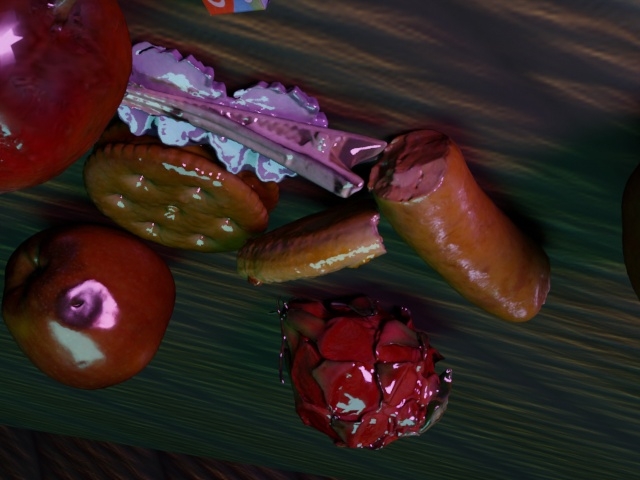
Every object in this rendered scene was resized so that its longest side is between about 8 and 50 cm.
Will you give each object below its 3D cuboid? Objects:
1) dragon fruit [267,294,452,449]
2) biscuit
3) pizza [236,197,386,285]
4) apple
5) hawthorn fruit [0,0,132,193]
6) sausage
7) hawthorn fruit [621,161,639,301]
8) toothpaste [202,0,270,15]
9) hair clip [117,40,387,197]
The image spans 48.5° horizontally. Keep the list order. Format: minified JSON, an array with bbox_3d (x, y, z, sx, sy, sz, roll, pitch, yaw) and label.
[{"bbox_3d":[0.045,0.179,1.043,0.293,0.234,0.234,37,159,22],"label":"dragon fruit"},{"bbox_3d":[-0.158,-0.057,0.805,0.220,0.066,0.220,10,153,5],"label":"biscuit"},{"bbox_3d":[0.000,0.000,0.771,0.182,0.161,0.063,-19,106,23],"label":"pizza"},{"bbox_3d":[-0.322,0.083,0.968,0.229,0.230,0.230,10,152,5],"label":"apple"},{"bbox_3d":[-0.241,-0.145,0.536,0.249,0.215,0.215,-15,142,31],"label":"hawthorn fruit"},{"bbox_3d":[0.153,-0.003,0.736,0.108,0.109,0.270,-15,139,40],"label":"sausage"},{"bbox_3d":[0.363,0.010,0.578,0.210,0.211,0.262,-9,153,34],"label":"hawthorn fruit"},{"bbox_3d":[-0.097,-0.238,0.473,0.070,0.044,0.193,1,150,22],"label":"toothpaste"},{"bbox_3d":[-0.086,-0.108,0.665,0.292,0.085,0.106,19,137,-2],"label":"hair clip"}]
